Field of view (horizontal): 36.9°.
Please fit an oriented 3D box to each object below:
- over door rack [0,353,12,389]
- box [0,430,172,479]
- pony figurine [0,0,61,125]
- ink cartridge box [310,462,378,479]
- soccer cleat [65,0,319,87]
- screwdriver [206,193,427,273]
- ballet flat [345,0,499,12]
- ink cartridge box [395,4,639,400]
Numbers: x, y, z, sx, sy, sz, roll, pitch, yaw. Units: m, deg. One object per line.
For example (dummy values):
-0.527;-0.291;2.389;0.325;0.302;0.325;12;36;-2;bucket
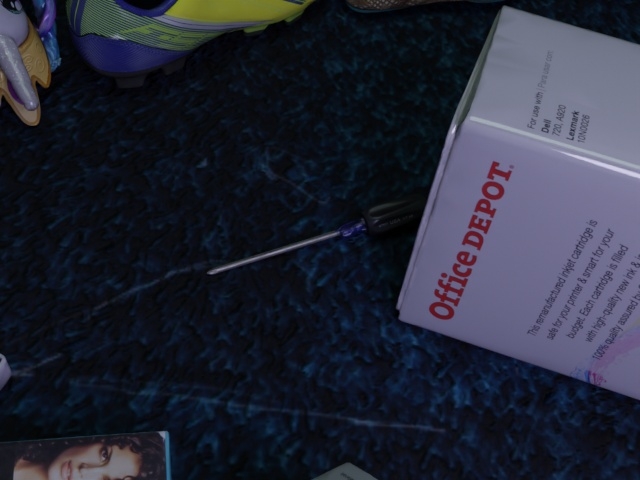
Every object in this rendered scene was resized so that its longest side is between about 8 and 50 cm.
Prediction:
-0.300;-0.058;0.546;0.324;0.239;0.108;37;62;19;over door rack
-0.199;0.165;0.502;0.244;0.060;0.101;-3;54;-10;box
-0.321;-0.285;0.684;0.302;0.364;0.351;-32;48;-19;pony figurine
-0.029;0.205;0.452;0.175;0.072;0.128;-21;102;-22;ink cartridge box
-0.075;-0.226;0.773;0.289;0.121;0.093;-36;65;-29;soccer cleat
0.000;0.000;0.686;0.169;0.025;0.024;-20;59;-11;screwdriver
0.117;-0.248;0.851;0.206;0.067;0.073;-15;57;-19;ballet flat
0.206;-0.002;0.597;0.278;0.201;0.117;18;52;6;ink cartridge box
